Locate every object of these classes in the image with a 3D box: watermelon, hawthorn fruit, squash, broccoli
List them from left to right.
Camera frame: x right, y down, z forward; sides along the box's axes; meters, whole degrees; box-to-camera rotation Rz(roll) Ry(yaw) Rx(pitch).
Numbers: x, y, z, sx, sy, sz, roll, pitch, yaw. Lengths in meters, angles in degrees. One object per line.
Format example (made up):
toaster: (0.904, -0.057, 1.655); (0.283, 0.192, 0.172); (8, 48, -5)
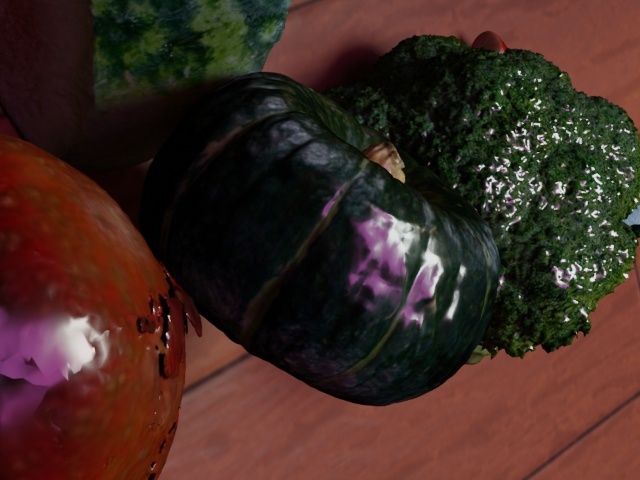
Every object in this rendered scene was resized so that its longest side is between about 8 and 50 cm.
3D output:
hawthorn fruit: (-0.226, 0.070, 0.999); (0.316, 0.316, 0.316); (1, 88, -45)
watermelon: (-0.130, -0.192, 1.171); (0.232, 0.310, 0.193); (41, 53, 7)
squash: (0.000, 0.000, 1.136); (0.252, 0.252, 0.165); (28, 97, -41)
broccoli: (0.127, -0.021, 1.395); (0.321, 0.304, 0.283); (-41, 148, -35)

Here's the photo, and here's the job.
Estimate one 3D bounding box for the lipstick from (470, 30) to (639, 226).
lipstick: (0.222, -0.095, 1.609); (0.274, 0.061, 0.068); (46, 61, -35)
